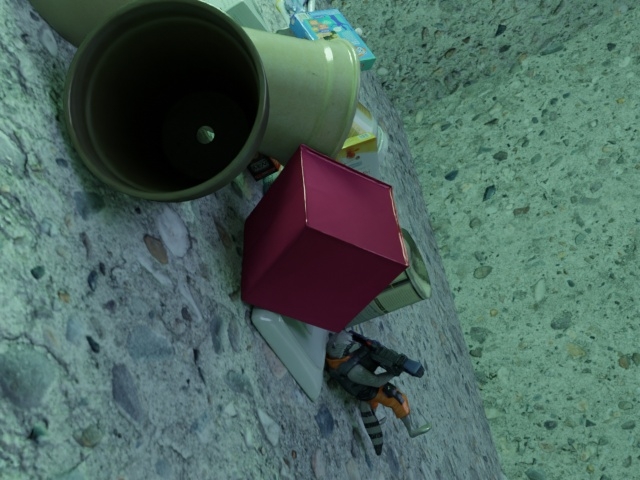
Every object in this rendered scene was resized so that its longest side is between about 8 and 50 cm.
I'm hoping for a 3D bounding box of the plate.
[{"bbox_3d":[-0.053,0.184,1.481,0.278,0.045,0.277,57,21,-27],"label":"plate"}]

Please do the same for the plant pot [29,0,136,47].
[{"bbox_3d":[-0.387,-0.505,1.142,0.284,0.190,0.284,55,22,-34],"label":"plant pot"}]

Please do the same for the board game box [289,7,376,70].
[{"bbox_3d":[0.033,-0.551,1.769,0.160,0.047,0.210,-19,65,-32],"label":"board game box"}]

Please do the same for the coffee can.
[{"bbox_3d":[0.134,0.109,1.718,0.202,0.275,0.202,54,23,-35],"label":"coffee can"}]

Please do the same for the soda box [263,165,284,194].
[{"bbox_3d":[-0.110,-0.138,1.670,0.058,0.062,0.183,46,28,-47],"label":"soda box"}]

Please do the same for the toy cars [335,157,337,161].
[{"bbox_3d":[0.009,-0.123,1.609,0.087,0.176,0.394,-20,72,-30],"label":"toy cars"}]

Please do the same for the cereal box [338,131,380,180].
[{"bbox_3d":[0.083,-0.167,1.784,0.047,0.172,0.240,50,-24,50],"label":"cereal box"}]

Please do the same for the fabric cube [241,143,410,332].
[{"bbox_3d":[0.000,0.000,1.377,0.254,0.258,0.259,21,40,-24],"label":"fabric cube"}]

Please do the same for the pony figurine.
[{"bbox_3d":[-0.058,-0.614,2.014,0.302,0.351,0.364,3,64,-23],"label":"pony figurine"}]

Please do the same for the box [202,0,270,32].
[{"bbox_3d":[-0.242,-0.624,1.743,0.182,0.119,0.181,38,25,-60],"label":"box"}]

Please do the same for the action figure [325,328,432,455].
[{"bbox_3d":[0.130,0.354,1.549,0.330,0.178,0.341,55,-19,-13],"label":"action figure"}]

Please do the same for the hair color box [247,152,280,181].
[{"bbox_3d":[-0.167,-0.225,1.603,0.141,0.071,0.043,56,23,-27],"label":"hair color box"}]

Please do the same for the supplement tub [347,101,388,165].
[{"bbox_3d":[0.014,-0.326,1.844,0.331,0.241,0.241,35,34,-31],"label":"supplement tub"}]

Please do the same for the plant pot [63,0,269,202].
[{"bbox_3d":[-0.232,-0.216,1.115,0.280,0.322,0.324,32,36,-85],"label":"plant pot"}]

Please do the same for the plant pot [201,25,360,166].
[{"bbox_3d":[-0.126,-0.331,1.411,0.305,0.334,0.334,12,49,-28],"label":"plant pot"}]
